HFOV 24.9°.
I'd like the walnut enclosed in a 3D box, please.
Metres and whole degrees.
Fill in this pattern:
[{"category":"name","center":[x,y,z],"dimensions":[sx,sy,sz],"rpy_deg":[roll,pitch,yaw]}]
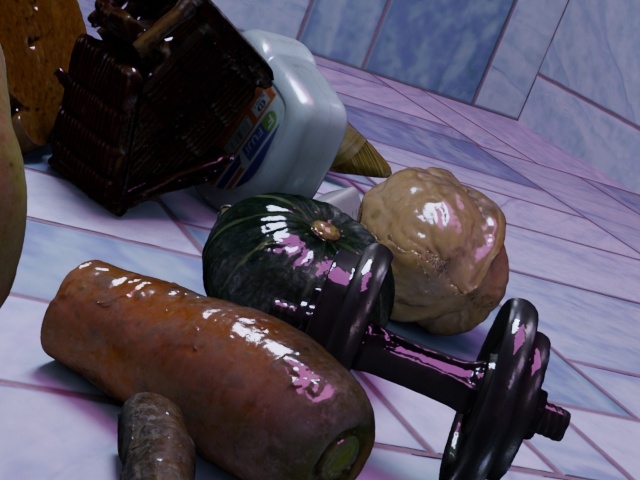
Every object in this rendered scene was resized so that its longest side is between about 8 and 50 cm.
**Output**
[{"category":"walnut","center":[0.139,0.013,1.811],"dimensions":[0.198,0.198,0.245],"rpy_deg":[16,21,-22]}]

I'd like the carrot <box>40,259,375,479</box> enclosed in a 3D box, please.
[{"category":"carrot","center":[-0.091,0.109,1.205],"dimensions":[0.302,0.139,0.138],"rpy_deg":[28,15,25]}]

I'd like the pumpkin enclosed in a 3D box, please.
[{"category":"pumpkin","center":[-0.024,0.043,1.524],"dimensions":[0.211,0.152,0.211],"rpy_deg":[29,26,-16]}]

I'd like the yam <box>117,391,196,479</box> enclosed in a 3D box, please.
[{"category":"yam","center":[-0.115,0.186,1.021],"dimensions":[0.061,0.061,0.274],"rpy_deg":[18,15,-14]}]

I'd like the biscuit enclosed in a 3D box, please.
[{"category":"biscuit","center":[-0.407,-0.269,1.897],"dimensions":[0.070,0.350,0.394],"rpy_deg":[-11,-26,13]}]

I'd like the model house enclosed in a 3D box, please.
[{"category":"model house","center":[-0.250,-0.199,1.835],"dimensions":[0.317,0.282,0.297],"rpy_deg":[39,-1,42]}]

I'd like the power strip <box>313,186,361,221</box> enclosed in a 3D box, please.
[{"category":"power strip","center":[0.000,0.000,1.820],"dimensions":[0.058,0.098,0.338],"rpy_deg":[-12,6,16]}]

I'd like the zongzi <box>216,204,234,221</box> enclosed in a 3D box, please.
[{"category":"zongzi","center":[-0.073,-0.009,1.871],"dimensions":[0.104,0.052,0.113],"rpy_deg":[21,-1,21]}]

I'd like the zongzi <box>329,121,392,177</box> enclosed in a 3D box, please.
[{"category":"zongzi","center":[-0.049,-0.172,2.384],"dimensions":[0.288,0.134,0.286],"rpy_deg":[37,25,25]}]

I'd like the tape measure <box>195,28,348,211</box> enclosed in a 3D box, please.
[{"category":"tape measure","center":[-0.082,-0.147,1.991],"dimensions":[0.125,0.243,0.246],"rpy_deg":[4,41,-46]}]

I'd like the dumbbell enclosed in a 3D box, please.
[{"category":"dumbbell","center":[0.087,0.117,1.313],"dimensions":[0.290,0.192,0.192],"rpy_deg":[22,14,2]}]

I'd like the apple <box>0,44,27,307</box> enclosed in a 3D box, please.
[{"category":"apple","center":[-0.364,-0.055,1.050],"dimensions":[0.277,0.319,0.319],"rpy_deg":[-5,22,-18]}]
